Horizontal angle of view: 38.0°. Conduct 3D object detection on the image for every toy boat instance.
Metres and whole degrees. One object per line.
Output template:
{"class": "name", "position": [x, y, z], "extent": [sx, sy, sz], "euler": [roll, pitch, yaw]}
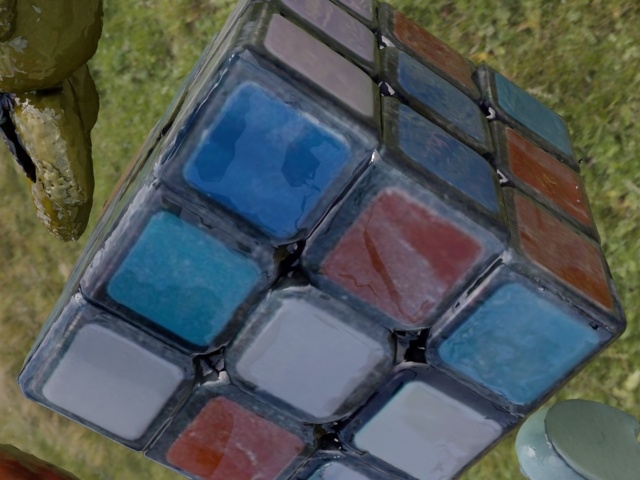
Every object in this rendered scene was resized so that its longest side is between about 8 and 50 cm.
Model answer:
{"class": "toy boat", "position": [0.314, 0.260, 1.102], "extent": [0.079, 0.207, 0.134], "euler": [-51, 42, 38]}

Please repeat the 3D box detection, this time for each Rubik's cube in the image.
{"class": "Rubik's cube", "position": [0.000, 0.000, 0.813], "extent": [0.358, 0.362, 0.363], "euler": [31, 120, -12]}

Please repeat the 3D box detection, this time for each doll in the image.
{"class": "doll", "position": [-0.158, -0.082, 0.475], "extent": [0.209, 0.097, 0.137], "euler": [101, 160, -50]}

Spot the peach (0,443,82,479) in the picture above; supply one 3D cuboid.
{"class": "peach", "position": [-0.326, 0.335, 0.661], "extent": [0.416, 0.353, 0.339], "euler": [-16, 127, 31]}
